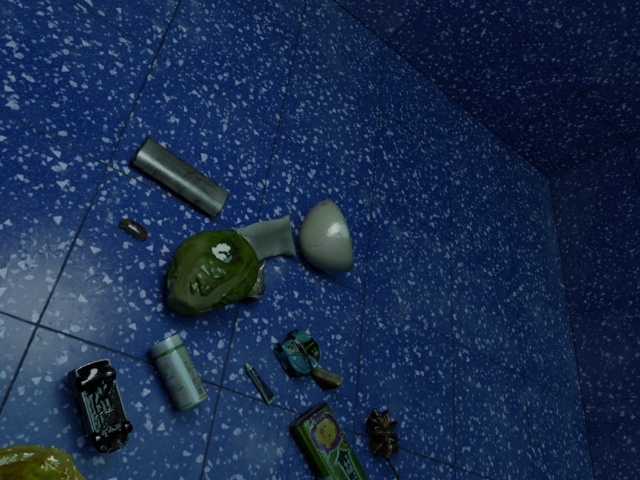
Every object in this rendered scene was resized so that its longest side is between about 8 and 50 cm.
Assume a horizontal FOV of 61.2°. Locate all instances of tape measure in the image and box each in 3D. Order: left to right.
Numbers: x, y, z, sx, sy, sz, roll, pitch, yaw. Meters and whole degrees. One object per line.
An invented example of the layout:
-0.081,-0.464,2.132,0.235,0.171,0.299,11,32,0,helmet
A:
-0.062,0.350,1.680,0.125,0.081,0.146,-30,90,-43,tape measure

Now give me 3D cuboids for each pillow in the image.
-0.180,0.007,1.761,0.253,0.078,0.144,-16,89,-45,pillow

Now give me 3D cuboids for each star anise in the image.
0.204,0.658,1.753,0.177,0.073,0.234,42,29,-28,star anise

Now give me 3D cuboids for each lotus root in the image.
-0.518,-0.034,1.511,0.083,0.030,0.038,38,46,-22,lotus root

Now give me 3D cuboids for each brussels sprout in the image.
-0.310,0.090,1.512,0.271,0.210,0.220,-53,128,-28,brussels sprout

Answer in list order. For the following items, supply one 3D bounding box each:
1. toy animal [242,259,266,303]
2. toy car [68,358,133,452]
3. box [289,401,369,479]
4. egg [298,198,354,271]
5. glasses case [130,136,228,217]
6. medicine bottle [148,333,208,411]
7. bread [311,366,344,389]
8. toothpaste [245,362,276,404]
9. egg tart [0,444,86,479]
-0.200,0.131,1.660,0.137,0.098,0.098,-42,98,-27,toy animal
-0.512,0.383,1.244,0.089,0.108,0.210,-14,82,-47,toy car
0.045,0.665,1.599,0.134,0.097,0.346,-28,88,-38,box
0.000,-0.013,1.862,0.161,0.206,0.271,-17,68,-13,egg
-0.425,-0.191,1.656,0.299,0.060,0.114,35,46,-23,glasses case
-0.368,0.343,1.405,0.086,0.086,0.184,-22,84,-46,medicine bottle
0.020,0.447,1.726,0.108,0.062,0.043,19,39,20,bread
-0.180,0.415,1.583,0.140,0.021,0.037,56,43,-6,toothpaste
-0.612,0.564,1.033,0.341,0.132,0.342,19,58,-33,egg tart
